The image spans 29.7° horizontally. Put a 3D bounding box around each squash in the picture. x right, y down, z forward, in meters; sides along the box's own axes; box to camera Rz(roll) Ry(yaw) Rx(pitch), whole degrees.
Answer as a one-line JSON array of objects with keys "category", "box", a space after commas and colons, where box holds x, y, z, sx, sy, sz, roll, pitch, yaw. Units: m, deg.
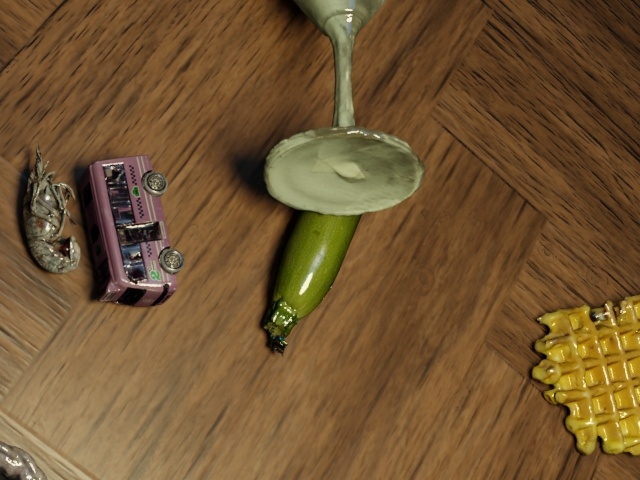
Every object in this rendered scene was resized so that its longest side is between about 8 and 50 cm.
[{"category": "squash", "box": [-0.001, -0.001, 1.600, 0.087, 0.087, 0.332, 32, 62, -16]}]

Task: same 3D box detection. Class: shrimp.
[{"category": "shrimp", "box": [-0.324, -0.041, 1.445, 0.065, 0.056, 0.165, -3, 84, -15]}]

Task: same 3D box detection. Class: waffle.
[{"category": "waffle", "box": [0.441, 0.179, 1.801, 0.283, 0.065, 0.309, 38, 57, -14]}]

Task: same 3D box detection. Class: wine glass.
[{"category": "wine glass", "box": [0.031, -0.254, 1.571, 0.267, 0.267, 0.406, 13, 61, -26]}]

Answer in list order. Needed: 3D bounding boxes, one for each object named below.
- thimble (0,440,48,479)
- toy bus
[{"category": "thimble", "box": [-0.363, 0.289, 1.280, 0.150, 0.097, 0.150, 11, 68, -28]}, {"category": "toy bus", "box": [-0.234, -0.008, 1.468, 0.098, 0.087, 0.178, -6, 73, -29]}]
